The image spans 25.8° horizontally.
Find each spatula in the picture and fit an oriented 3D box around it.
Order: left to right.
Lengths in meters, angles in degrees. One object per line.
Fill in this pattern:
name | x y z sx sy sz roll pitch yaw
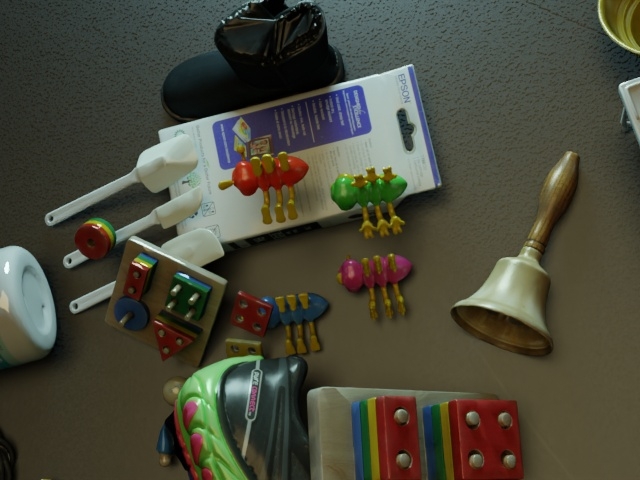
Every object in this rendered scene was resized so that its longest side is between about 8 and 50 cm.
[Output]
spatula | -0.236 -0.015 1.735 0.242 0.019 0.168 -24 79 27

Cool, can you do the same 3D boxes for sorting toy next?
sorting toy | -0.186 0.086 1.688 0.275 0.046 0.132 25 122 8
sorting toy | 0.122 0.287 1.526 0.257 0.089 0.255 6 73 -34

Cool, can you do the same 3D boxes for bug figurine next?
bug figurine | 0.000 0.000 1.651 0.216 0.072 0.279 -5 122 3

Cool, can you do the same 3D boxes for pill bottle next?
pill bottle | -0.473 0.106 1.726 0.264 0.146 0.146 -14 77 8

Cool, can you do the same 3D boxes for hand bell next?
hand bell | 0.254 0.000 1.647 0.126 0.126 0.242 19 72 13

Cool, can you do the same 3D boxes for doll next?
doll | -0.134 0.248 1.687 0.129 0.046 0.189 -31 78 -1

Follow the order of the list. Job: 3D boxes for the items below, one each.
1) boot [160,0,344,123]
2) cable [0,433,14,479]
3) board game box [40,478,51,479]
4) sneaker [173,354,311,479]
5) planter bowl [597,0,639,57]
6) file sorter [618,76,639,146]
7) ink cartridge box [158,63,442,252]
boot | -0.099 -0.220 1.687 0.247 0.207 0.094 -9 78 9
cable | -0.464 0.301 1.745 0.151 0.047 0.184 14 78 21
board game box | -0.382 0.429 1.708 0.124 0.039 0.259 42 92 16
sneaker | 0.007 0.346 1.568 0.202 0.185 0.482 -23 88 -15
planter bowl | 0.441 -0.260 1.637 0.217 0.090 0.217 -13 47 15
file sorter | 0.471 -0.058 1.567 0.193 0.173 0.277 -19 77 6
ink cartridge box | -0.024 -0.094 1.724 0.333 0.065 0.165 -13 77 9
